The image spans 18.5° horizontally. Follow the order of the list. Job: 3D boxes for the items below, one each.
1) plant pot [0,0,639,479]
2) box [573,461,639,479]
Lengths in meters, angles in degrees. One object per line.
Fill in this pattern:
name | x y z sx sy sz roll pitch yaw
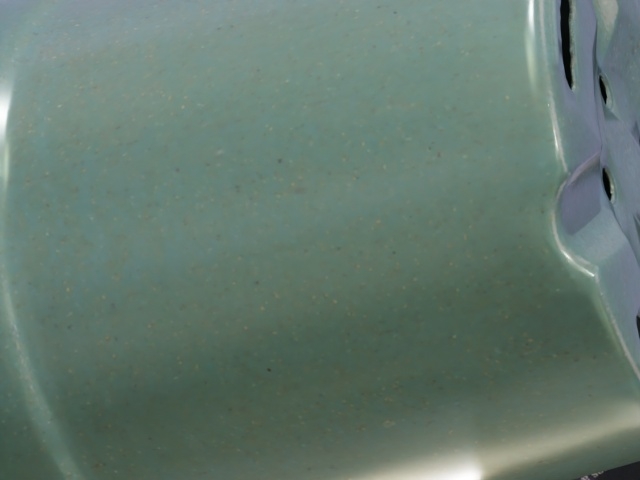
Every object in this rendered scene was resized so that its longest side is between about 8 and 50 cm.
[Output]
plant pot | 0.000 0.000 0.933 0.334 0.341 0.341 -15 -71 24
box | 0.248 0.282 1.277 0.395 0.293 0.212 46 -23 42
